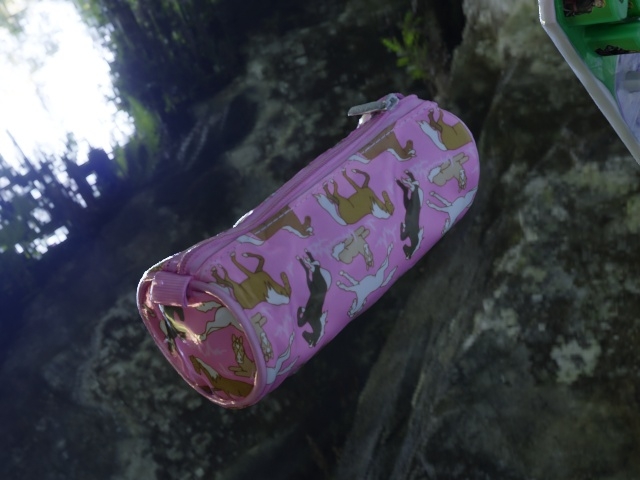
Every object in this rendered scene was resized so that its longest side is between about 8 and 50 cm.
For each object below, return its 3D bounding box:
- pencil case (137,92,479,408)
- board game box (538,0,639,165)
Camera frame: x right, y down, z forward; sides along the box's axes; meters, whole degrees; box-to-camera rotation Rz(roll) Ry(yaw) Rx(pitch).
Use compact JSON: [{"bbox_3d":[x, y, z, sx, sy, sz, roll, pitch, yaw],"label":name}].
[{"bbox_3d":[0.000,0.000,1.021,0.167,0.160,0.386,49,-126,0],"label":"pencil case"},{"bbox_3d":[0.328,-0.209,0.796,0.050,0.390,0.390,3,-118,43],"label":"board game box"}]
